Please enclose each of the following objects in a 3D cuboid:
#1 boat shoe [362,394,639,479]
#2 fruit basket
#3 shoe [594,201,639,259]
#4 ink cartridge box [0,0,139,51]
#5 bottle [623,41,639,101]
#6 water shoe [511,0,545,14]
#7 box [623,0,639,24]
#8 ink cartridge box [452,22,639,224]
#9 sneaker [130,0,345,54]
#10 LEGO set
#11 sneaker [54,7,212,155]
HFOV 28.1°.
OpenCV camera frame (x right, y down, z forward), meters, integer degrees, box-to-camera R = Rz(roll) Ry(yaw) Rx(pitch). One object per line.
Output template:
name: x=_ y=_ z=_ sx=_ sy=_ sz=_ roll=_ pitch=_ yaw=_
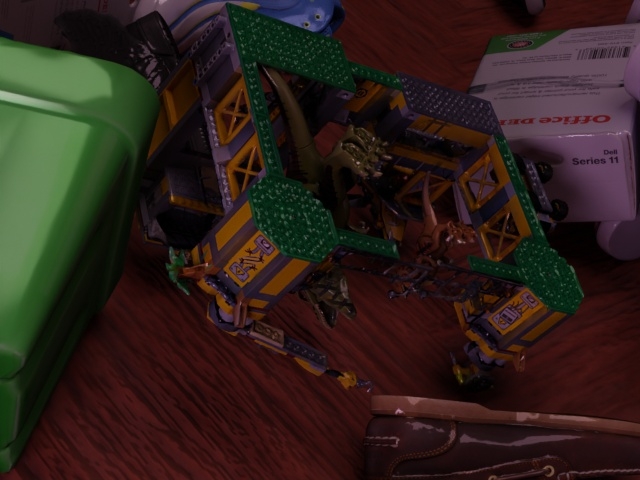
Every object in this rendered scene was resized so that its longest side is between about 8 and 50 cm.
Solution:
boat shoe: x=0.126 y=0.144 z=0.833 sx=0.207 sy=0.073 sz=0.073 roll=6 pitch=77 yaw=-11
fruit basket: x=-0.289 y=-0.070 z=0.782 sx=0.392 sy=0.283 sz=0.392 roll=8 pitch=57 yaw=-12
shoe: x=0.279 y=-0.038 z=1.123 sx=0.178 sy=0.063 sz=0.081 roll=-16 pitch=45 yaw=-40
ink cartridge box: x=-0.231 y=-0.215 z=1.088 sx=0.060 sy=0.104 sz=0.180 roll=39 pitch=41 yaw=26
bottle: x=0.344 y=-0.068 z=0.922 sx=0.118 sy=0.092 sz=0.283 roll=-44 pitch=53 yaw=-4
water shoe: x=0.193 y=-0.310 z=1.427 sx=0.080 sy=0.073 sz=0.203 roll=-14 pitch=43 yaw=1
box: x=0.374 y=-0.194 z=1.281 sx=0.186 sy=0.145 sz=0.038 roll=-10 pitch=44 yaw=-31
ink cartridge box: x=0.205 y=-0.102 z=1.101 sx=0.153 sy=0.087 sz=0.208 roll=-1 pitch=32 yaw=22
sneaker: x=-0.059 y=-0.203 z=1.155 sx=0.126 sy=0.091 sz=0.240 roll=34 pitch=39 yaw=18
LEGO set: x=0.000 y=0.000 z=0.893 sx=0.331 sy=0.192 sz=0.255 roll=4 pitch=53 yaw=-41
sneaker: x=-0.152 y=-0.122 z=1.047 sx=0.089 sy=0.051 sz=0.170 roll=-22 pitch=76 yaw=3
